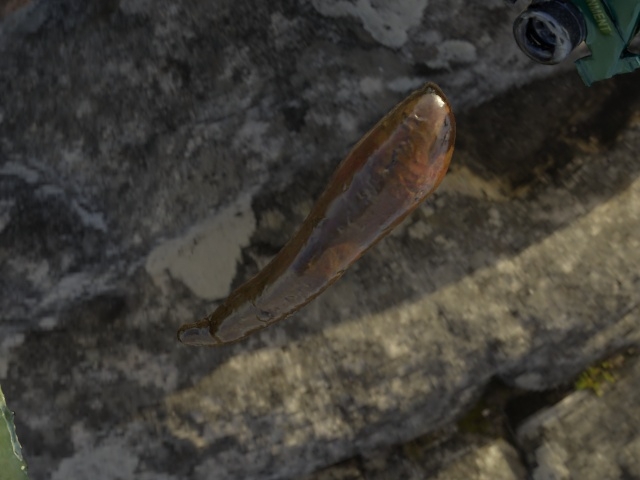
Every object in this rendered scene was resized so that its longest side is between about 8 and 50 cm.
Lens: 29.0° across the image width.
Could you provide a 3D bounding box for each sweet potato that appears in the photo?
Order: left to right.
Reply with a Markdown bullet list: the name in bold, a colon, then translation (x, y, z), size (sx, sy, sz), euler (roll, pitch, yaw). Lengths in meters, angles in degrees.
- **sweet potato**: translation (0.000, 0.001, 0.684), size (0.050, 0.050, 0.214), euler (35, 111, -26)

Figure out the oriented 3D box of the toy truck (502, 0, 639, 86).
- **toy truck**: translation (0.140, -0.195, 0.639), size (0.110, 0.116, 0.216), euler (-48, 117, -30)

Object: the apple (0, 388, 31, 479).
- **apple**: translation (-0.335, 0.060, 0.880), size (0.179, 0.346, 0.254), euler (-19, 163, -19)
